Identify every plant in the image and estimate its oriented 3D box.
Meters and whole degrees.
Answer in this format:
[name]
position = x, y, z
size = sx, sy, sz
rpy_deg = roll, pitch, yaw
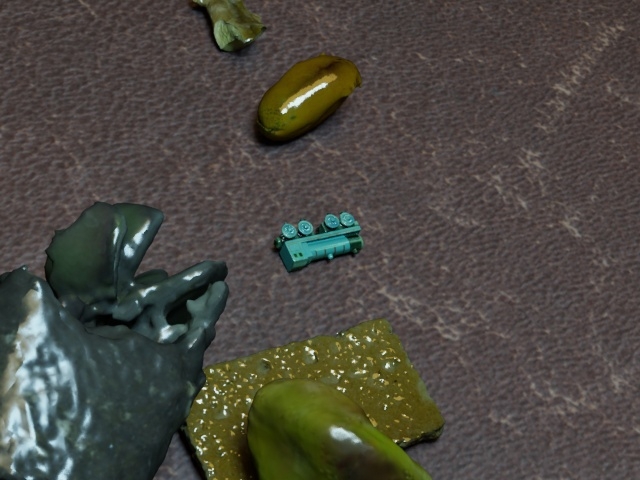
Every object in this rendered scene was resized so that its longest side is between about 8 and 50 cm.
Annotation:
[plant]
position = -0.201, 0.101, 1.167
size = 0.188, 0.199, 0.276
rpy_deg = 37, 50, -22

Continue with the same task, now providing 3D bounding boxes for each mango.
[mango]
position = -0.017, -0.144, 1.533
size = 0.127, 0.077, 0.063
rpy_deg = -38, 93, -24

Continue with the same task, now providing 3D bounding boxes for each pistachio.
[pistachio]
position = 0.014, 0.192, 1.221
size = 0.110, 0.100, 0.189
rpy_deg = -46, 101, -4

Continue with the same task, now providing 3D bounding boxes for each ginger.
[ginger]
position = -0.097, -0.240, 1.614
size = 0.057, 0.044, 0.137
rpy_deg = -26, 51, -1

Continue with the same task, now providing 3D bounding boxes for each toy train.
[toy train]
position = 0.000, 0.000, 1.448
size = 0.092, 0.029, 0.045
rpy_deg = -12, 63, -28

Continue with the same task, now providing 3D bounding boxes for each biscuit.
[biscuit]
position = -0.013, 0.146, 1.319
size = 0.230, 0.025, 0.131
rpy_deg = -13, 57, -26
